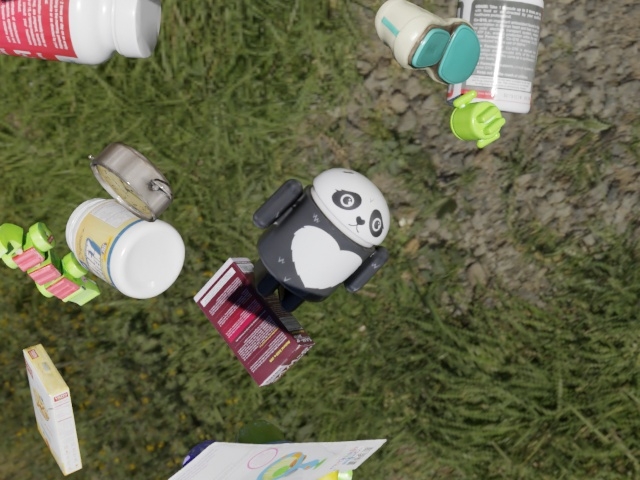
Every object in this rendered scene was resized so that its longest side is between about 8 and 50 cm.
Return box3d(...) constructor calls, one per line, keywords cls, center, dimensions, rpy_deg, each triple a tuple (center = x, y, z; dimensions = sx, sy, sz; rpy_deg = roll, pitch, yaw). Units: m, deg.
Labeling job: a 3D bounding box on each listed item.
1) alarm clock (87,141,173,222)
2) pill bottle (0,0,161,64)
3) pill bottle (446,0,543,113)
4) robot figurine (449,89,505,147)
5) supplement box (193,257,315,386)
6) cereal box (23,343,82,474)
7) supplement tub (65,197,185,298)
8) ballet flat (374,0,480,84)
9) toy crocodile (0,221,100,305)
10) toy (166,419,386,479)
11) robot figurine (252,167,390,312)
box3d(cls="alarm clock", center=(-0.272, -0.088, 1.264), dimensions=(0.192, 0.064, 0.129), rpy_deg=(19, 151, 52))
box3d(cls="pill bottle", center=(-0.559, -0.496, 1.782), dimensions=(0.408, 0.229, 0.229), rpy_deg=(8, 109, 6))
box3d(cls="pill bottle", center=(0.334, -0.389, 1.592), dimensions=(0.161, 0.161, 0.283), rpy_deg=(13, 101, 35))
box3d(cls="robot figurine", center=(0.272, -0.209, 1.475), dimensions=(0.101, 0.067, 0.115), rpy_deg=(54, 163, -18))
box3d(cls="supplement box", center=(-0.137, 0.163, 1.716), dimensions=(0.130, 0.073, 0.239), rpy_deg=(-46, 69, 19))
box3d(cls="cereal box", center=(-0.581, 0.366, 1.821), dimensions=(0.173, 0.047, 0.240), rpy_deg=(38, 138, 43))
box3d(cls="supplement tub", center=(-0.354, 0.008, 1.510), dimensions=(0.200, 0.144, 0.144), rpy_deg=(24, 115, 42))
box3d(cls="ballet flat", center=(0.130, -0.245, 1.025), dimensions=(0.086, 0.248, 0.086), rpy_deg=(1, 93, 23))
box3d(cls="toy crocodile", center=(-0.637, 0.063, 1.952), dimensions=(0.115, 0.340, 0.105), rpy_deg=(-28, 50, 6))
box3d(cls="toy", center=(-0.060, 0.198, 0.737), dimensions=(0.137, 0.237, 0.056), rpy_deg=(-45, 53, 20))
box3d(cls="robot figurine", center=(-0.001, 0.000, 1.502), dimensions=(0.278, 0.209, 0.173), rpy_deg=(-46, 65, 17))
